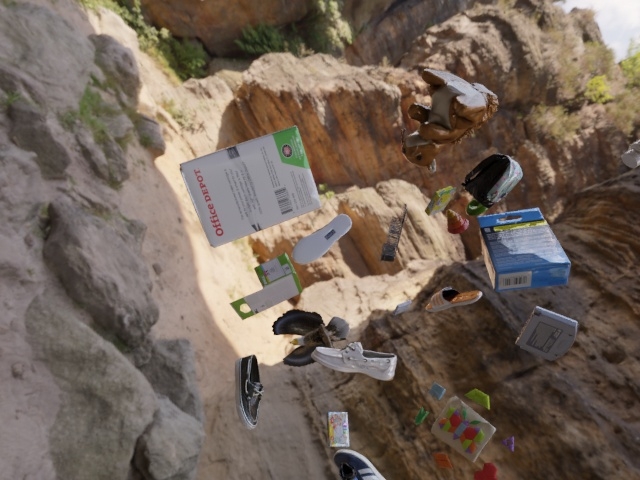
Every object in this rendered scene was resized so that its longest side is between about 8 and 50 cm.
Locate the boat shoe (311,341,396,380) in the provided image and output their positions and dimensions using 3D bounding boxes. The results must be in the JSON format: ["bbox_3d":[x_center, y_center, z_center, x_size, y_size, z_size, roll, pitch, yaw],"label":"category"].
[{"bbox_3d":[0.111,0.373,1.388,0.098,0.278,0.096,-110,-147,-80],"label":"boat shoe"}]

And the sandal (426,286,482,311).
[{"bbox_3d":[0.553,0.232,1.809,0.102,0.265,0.076,-36,97,-44],"label":"sandal"}]

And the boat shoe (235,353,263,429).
[{"bbox_3d":[-0.215,0.460,1.316,0.078,0.070,0.219,38,33,-55],"label":"boat shoe"}]

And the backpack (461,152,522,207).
[{"bbox_3d":[0.614,-0.216,1.516,0.115,0.182,0.151,25,23,-33],"label":"backpack"}]

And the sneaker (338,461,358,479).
[{"bbox_3d":[0.113,0.857,1.507,0.152,0.058,0.084,53,-23,40],"label":"sneaker"}]

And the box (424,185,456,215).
[{"bbox_3d":[0.592,-0.200,2.112,0.043,0.105,0.179,59,-25,22],"label":"box"}]

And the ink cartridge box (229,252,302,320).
[{"bbox_3d":[-0.210,0.175,1.585,0.188,0.256,0.097,79,-15,-60],"label":"ink cartridge box"}]

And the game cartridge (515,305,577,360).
[{"bbox_3d":[1.024,0.426,1.931,0.062,0.198,0.297,-56,156,-37],"label":"game cartridge"}]

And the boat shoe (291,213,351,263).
[{"bbox_3d":[0.000,0.000,1.796,0.108,0.301,0.102,49,-20,2],"label":"boat shoe"}]

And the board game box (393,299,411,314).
[{"bbox_3d":[0.470,0.385,2.458,0.020,0.090,0.090,60,-24,32],"label":"board game box"}]

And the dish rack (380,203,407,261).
[{"bbox_3d":[0.348,-0.043,2.001,0.208,0.074,0.271,-57,160,-73],"label":"dish rack"}]

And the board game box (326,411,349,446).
[{"bbox_3d":[0.083,0.913,2.068,0.026,0.104,0.153,129,-35,-51],"label":"board game box"}]

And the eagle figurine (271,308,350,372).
[{"bbox_3d":[-0.049,0.403,1.762,0.225,0.226,0.298,33,-27,-25],"label":"eagle figurine"}]

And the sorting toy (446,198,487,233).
[{"bbox_3d":[0.791,-0.197,2.262,0.126,0.366,0.127,50,-4,-29],"label":"sorting toy"}]

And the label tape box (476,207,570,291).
[{"bbox_3d":[0.738,0.030,1.594,0.333,0.241,0.105,-82,160,-52],"label":"label tape box"}]

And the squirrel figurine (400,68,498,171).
[{"bbox_3d":[0.526,-0.471,1.783,0.281,0.397,0.370,53,-41,29],"label":"squirrel figurine"}]

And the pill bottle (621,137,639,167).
[{"bbox_3d":[0.895,-0.254,1.171,0.067,0.120,0.067,53,3,-5],"label":"pill bottle"}]

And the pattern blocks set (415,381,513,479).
[{"bbox_3d":[0.478,0.636,1.441,0.325,0.285,0.026,14,-21,41],"label":"pattern blocks set"}]

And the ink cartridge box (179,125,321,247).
[{"bbox_3d":[-0.172,-0.135,1.049,0.121,0.290,0.210,-150,-139,-68],"label":"ink cartridge box"}]

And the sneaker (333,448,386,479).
[{"bbox_3d":[0.182,1.033,1.787,0.350,0.131,0.148,33,28,20],"label":"sneaker"}]
